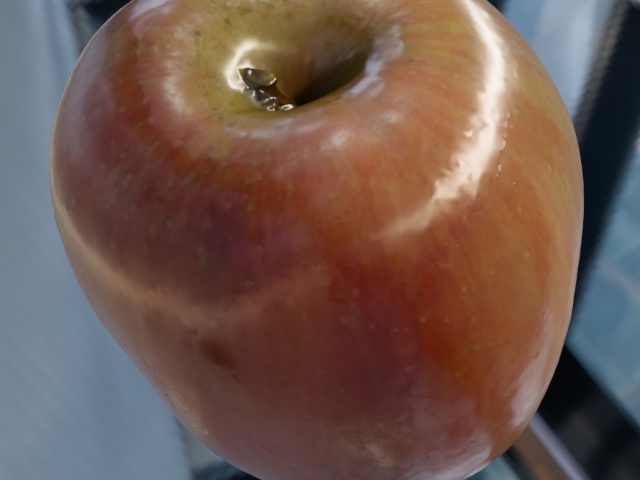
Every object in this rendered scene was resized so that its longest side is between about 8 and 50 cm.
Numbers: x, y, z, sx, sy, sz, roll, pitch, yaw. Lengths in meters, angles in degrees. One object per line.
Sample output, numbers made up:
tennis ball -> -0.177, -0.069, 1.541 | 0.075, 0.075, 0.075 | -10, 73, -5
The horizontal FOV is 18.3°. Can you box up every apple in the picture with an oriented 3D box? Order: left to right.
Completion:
apple -> 0.000, 0.000, 0.901 | 0.242, 0.242, 0.241 | 52, -20, 38
